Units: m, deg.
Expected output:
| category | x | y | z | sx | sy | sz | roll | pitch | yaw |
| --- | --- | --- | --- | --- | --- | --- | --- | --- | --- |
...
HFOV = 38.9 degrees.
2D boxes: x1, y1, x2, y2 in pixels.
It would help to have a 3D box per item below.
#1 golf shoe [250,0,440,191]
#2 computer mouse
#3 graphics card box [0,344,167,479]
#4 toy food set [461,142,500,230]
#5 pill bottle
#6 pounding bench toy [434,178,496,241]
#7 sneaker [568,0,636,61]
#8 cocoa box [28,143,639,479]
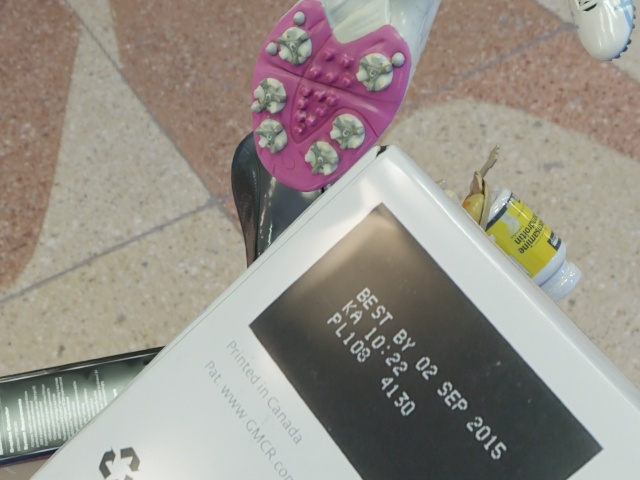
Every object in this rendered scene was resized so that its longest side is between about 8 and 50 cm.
| category | x | y | z | sx | sy | sz | roll | pitch | yaw |
| --- | --- | --- | --- | --- | --- | --- | --- | --- | --- |
| golf shoe | 0.046 | -0.173 | 0.661 | 0.115 | 0.306 | 0.140 | 33 | 31 | 12 |
| computer mouse | 0.000 | 0.000 | 0.816 | 0.188 | 0.072 | 0.272 | -1 | 65 | -29 |
| graphics card box | -0.199 | 0.183 | 0.987 | 0.370 | 0.233 | 0.094 | -10 | 74 | -14 |
| toy food set | 0.201 | -0.031 | 1.253 | 0.038 | 0.132 | 0.192 | 15 | 63 | -4 |
| pill bottle | 0.321 | 0.012 | 1.434 | 0.184 | 0.103 | 0.103 | 43 | 58 | -5 |
| pounding bench toy | 0.087 | -0.001 | 0.630 | 0.065 | 0.083 | 0.052 | 46 | 75 | -9 |
| sneaker | 0.328 | -0.336 | 1.128 | 0.086 | 0.085 | 0.237 | -2 | 79 | -38 |
| cocoa box | 0.083 | 0.180 | 0.387 | 0.231 | 0.228 | 0.347 | -43 | 65 | 6 |
